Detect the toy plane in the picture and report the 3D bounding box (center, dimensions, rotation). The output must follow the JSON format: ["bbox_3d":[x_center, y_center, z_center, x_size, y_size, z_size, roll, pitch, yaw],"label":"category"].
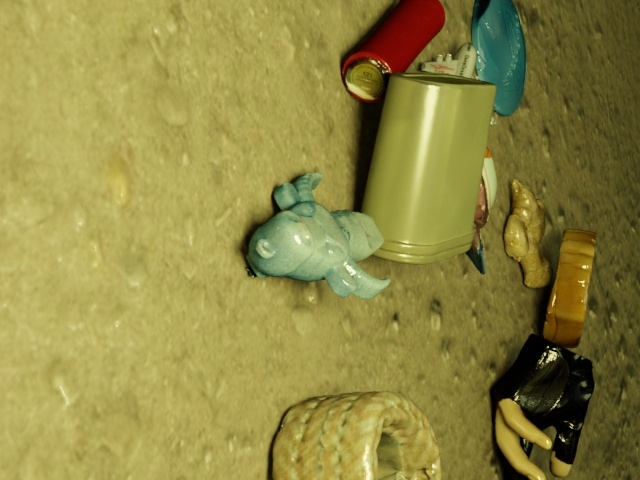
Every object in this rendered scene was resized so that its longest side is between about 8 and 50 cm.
[{"bbox_3d":[0.220,-0.252,1.943,0.162,0.065,0.171,34,43,-26],"label":"toy plane"}]

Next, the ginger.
[{"bbox_3d":[0.389,-0.002,2.228,0.214,0.059,0.133,52,48,-42],"label":"ginger"}]

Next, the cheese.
[{"bbox_3d":[0.226,-0.076,1.896,0.189,0.074,0.286,-118,-167,-53],"label":"cheese"}]

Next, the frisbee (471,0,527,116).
[{"bbox_3d":[0.336,-0.346,2.194,0.242,0.045,0.242,16,71,-60],"label":"frisbee"}]

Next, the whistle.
[{"bbox_3d":[0.000,0.000,1.497,0.269,0.093,0.180,-13,66,-56],"label":"whistle"}]

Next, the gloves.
[{"bbox_3d":[0.375,0.317,2.077,0.197,0.152,0.301,23,72,-35],"label":"gloves"}]

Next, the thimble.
[{"bbox_3d":[0.047,0.285,1.508,0.229,0.148,0.196,2,83,-63],"label":"thimble"}]

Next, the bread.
[{"bbox_3d":[0.468,0.091,2.277,0.236,0.070,0.236,10,90,-79],"label":"bread"}]

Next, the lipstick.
[{"bbox_3d":[0.108,-0.282,1.746,0.241,0.080,0.080,-52,131,-49],"label":"lipstick"}]

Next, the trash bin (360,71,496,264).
[{"bbox_3d":[0.150,-0.106,1.694,0.243,0.121,0.247,-15,117,-60],"label":"trash bin"}]
